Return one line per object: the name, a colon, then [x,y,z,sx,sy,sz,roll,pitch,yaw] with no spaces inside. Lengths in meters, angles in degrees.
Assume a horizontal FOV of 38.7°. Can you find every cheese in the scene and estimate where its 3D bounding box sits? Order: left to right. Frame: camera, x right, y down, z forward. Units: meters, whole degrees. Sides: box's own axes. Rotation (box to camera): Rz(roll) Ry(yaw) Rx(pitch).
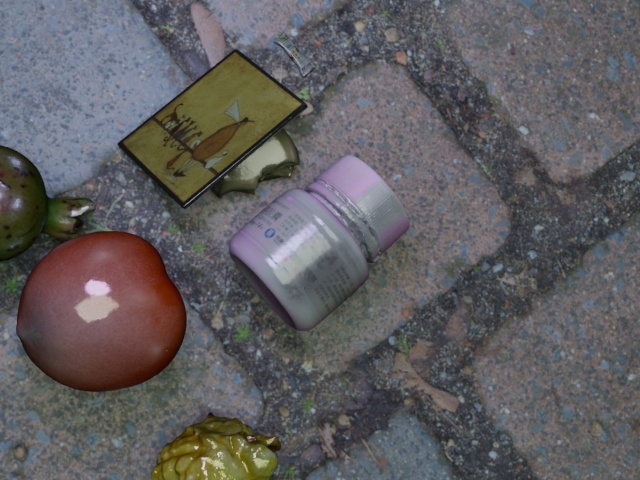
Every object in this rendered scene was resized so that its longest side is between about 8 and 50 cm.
cheese: [-0.146,-0.184,1.962,0.203,0.091,0.175,-4,89,-11]

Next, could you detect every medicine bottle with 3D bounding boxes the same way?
medicine bottle: [0.000,0.000,1.894,0.325,0.256,0.256,-42,95,-10]

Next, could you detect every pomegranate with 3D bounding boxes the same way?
pomegranate: [-0.616,-0.080,1.814,0.306,0.242,0.242,-13,89,-48]

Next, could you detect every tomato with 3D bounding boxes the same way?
tomato: [-0.431,0.140,1.769,0.322,0.321,0.321,1,86,-11]

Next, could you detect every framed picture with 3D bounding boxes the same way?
framed picture: [-0.229,-0.242,1.914,0.339,0.014,0.255,-41,58,-12]

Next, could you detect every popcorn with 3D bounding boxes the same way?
popcorn: [-0.208,0.445,1.840,0.266,0.233,0.192,-16,83,14]

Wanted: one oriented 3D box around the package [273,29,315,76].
package: [-0.059,-0.417,2.033,0.037,0.015,0.110,-43,96,-16]
